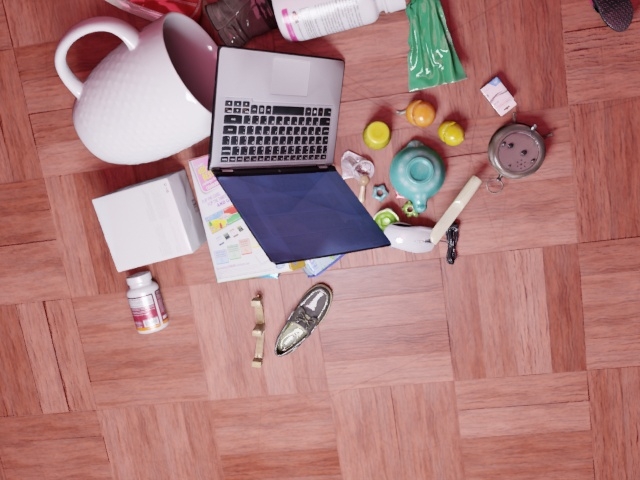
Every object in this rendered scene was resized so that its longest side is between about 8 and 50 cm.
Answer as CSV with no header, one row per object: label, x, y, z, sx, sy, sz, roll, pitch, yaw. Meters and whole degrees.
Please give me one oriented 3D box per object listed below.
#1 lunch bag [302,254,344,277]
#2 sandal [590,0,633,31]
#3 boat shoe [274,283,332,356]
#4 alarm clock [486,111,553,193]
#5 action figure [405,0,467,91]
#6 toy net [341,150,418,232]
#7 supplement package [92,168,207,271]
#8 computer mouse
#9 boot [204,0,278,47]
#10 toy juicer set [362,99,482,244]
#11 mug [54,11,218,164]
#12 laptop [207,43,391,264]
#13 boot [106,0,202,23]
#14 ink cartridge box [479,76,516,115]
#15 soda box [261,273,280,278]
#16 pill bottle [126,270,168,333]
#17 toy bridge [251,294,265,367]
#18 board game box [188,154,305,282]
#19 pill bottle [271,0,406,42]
lunch bag,0.000,0.000,1.819,0.151,0.096,0.129,-37,97,-15
sandal,0.631,-0.542,1.633,0.067,0.040,0.179,-37,82,9
boat shoe,-0.045,0.214,1.886,0.080,0.073,0.223,36,106,-2
alarm clock,0.453,-0.194,1.728,0.129,0.064,0.192,28,109,0
action figure,0.248,-0.472,1.684,0.137,0.063,0.232,-11,106,12
toy net,0.138,-0.127,1.793,0.122,0.045,0.232,-33,97,14
supplement package,-0.420,-0.051,1.832,0.203,0.149,0.194,-14,101,11
computer mouse,0.248,0.001,1.784,0.193,0.042,0.106,5,105,-13
boot,-0.209,-0.577,1.715,0.161,0.083,0.246,-21,99,18
toy juicer set,0.264,-0.181,1.748,0.209,0.089,0.329,-33,89,1
mug,-0.424,-0.350,1.668,0.328,0.276,0.374,-25,136,22
laptop,-0.023,-0.193,1.595,0.236,0.382,0.407,19,108,40
boot,-0.388,-0.608,1.728,0.244,0.088,0.176,17,105,-5
ink cartridge box,0.417,-0.336,1.712,0.048,0.028,0.083,-39,96,15
soda box,-0.133,-0.014,1.846,0.071,0.067,0.210,4,104,7
pill bottle,-0.458,0.161,1.923,0.086,0.086,0.152,-11,101,10
toy bridge,-0.161,0.232,1.911,0.026,0.063,0.188,2,102,7
board game box,-0.180,-0.069,1.772,0.242,0.064,0.316,-10,95,35
pill bottle,0.041,-0.553,1.642,0.283,0.160,0.160,-11,102,11
